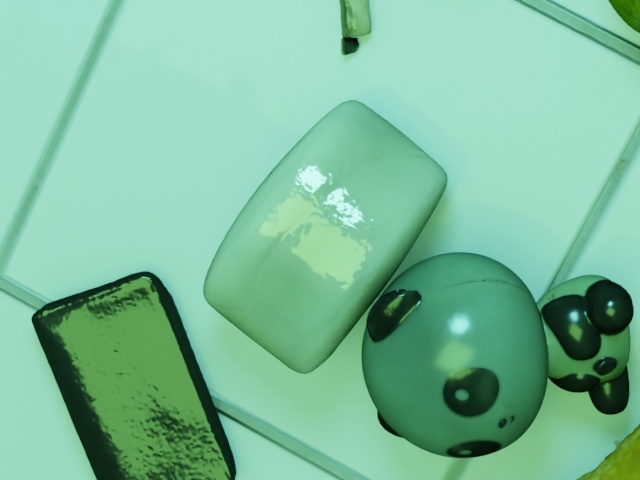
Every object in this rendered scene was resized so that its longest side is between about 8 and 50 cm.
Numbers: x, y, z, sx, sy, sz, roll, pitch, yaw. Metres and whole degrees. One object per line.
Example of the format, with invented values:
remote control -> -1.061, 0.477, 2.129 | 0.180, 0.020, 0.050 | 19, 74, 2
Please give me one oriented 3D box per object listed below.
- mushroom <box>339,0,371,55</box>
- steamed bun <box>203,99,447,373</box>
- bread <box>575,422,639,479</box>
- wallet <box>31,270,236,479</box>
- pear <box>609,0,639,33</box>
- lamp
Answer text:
mushroom -> 0.010, -0.262, 1.749 | 0.060, 0.061, 0.187 | -17, 102, 11
steamed bun -> 0.000, 0.000, 1.753 | 0.146, 0.164, 0.242 | 37, 109, 5
bread -> 0.362, 0.248, 1.719 | 0.236, 0.165, 0.375 | 43, 110, 4
wallet -> -0.180, 0.160, 1.898 | 0.149, 0.044, 0.250 | -21, 96, 13
pear -> 0.301, -0.251, 1.634 | 0.216, 0.166, 0.180 | 10, 119, 38
lamp -> 0.159, 0.101, 1.734 | 0.243, 0.198, 0.198 | -8, 101, 0
